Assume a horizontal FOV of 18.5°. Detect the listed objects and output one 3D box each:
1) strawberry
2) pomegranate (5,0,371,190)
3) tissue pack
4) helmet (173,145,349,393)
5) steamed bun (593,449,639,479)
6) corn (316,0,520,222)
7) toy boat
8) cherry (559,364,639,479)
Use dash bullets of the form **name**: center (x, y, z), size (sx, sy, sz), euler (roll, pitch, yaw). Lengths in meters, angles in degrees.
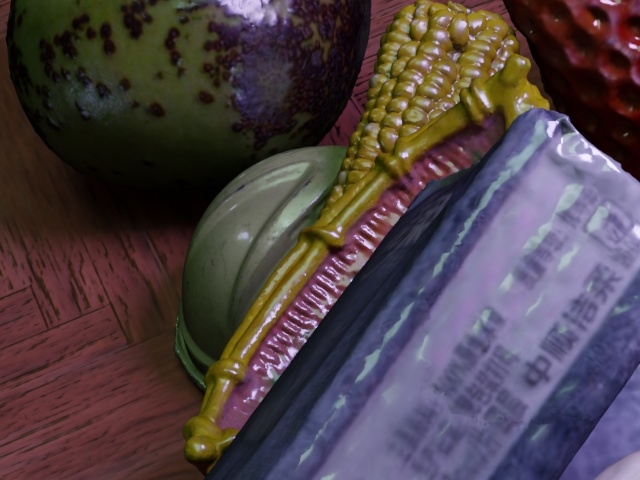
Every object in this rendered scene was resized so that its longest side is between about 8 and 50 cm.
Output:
- **strawberry**: center (0.232, -0.111, 1.387), size (0.150, 0.280, 0.253), euler (-50, 65, 16)
- **pomegranate**: center (-0.113, -0.204, 1.484), size (0.285, 0.340, 0.285), euler (-12, 42, 11)
- **tissue pack**: center (0.010, 0.135, 0.981), size (0.124, 0.288, 0.394), euler (38, 81, -4)
- **helmet**: center (0.003, -0.004, 1.411), size (0.257, 0.137, 0.204), euler (-33, 49, -18)
- **steamed bun**: center (0.165, 0.314, 0.980), size (0.347, 0.237, 0.394), euler (-2, 71, -20)
- **corn**: center (0.052, -0.021, 1.307), size (0.102, 0.102, 0.313), euler (12, 72, 23)
- **toy boat**: center (0.038, 0.028, 1.188), size (0.141, 0.099, 0.318), euler (34, 75, 26)
- **cherry**: center (0.199, 0.127, 1.182), size (0.296, 0.218, 0.255), euler (-20, 72, 21)
